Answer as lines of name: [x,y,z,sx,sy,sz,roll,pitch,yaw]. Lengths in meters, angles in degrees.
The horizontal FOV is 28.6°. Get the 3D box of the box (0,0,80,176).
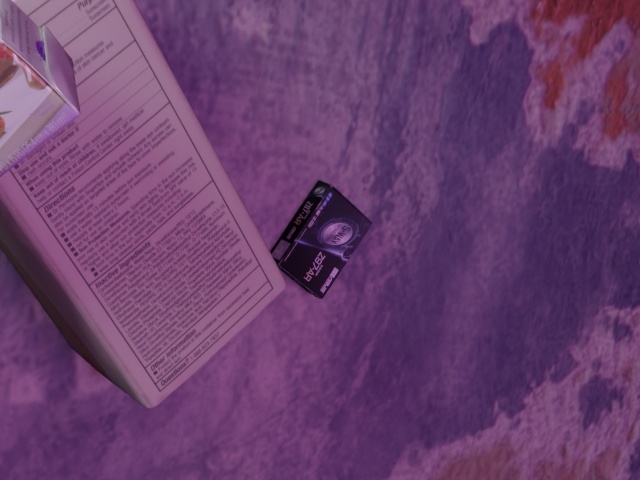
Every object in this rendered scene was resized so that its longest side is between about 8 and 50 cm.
box: [-0.277,-0.013,0.711,0.324,0.067,0.063,-36,126,12]

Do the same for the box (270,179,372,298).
box: [0.000,0.000,1.088,0.083,0.018,0.067,-56,133,-8]

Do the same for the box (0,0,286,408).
box: [-0.161,-0.050,0.858,0.148,0.121,0.311,-41,129,-20]
